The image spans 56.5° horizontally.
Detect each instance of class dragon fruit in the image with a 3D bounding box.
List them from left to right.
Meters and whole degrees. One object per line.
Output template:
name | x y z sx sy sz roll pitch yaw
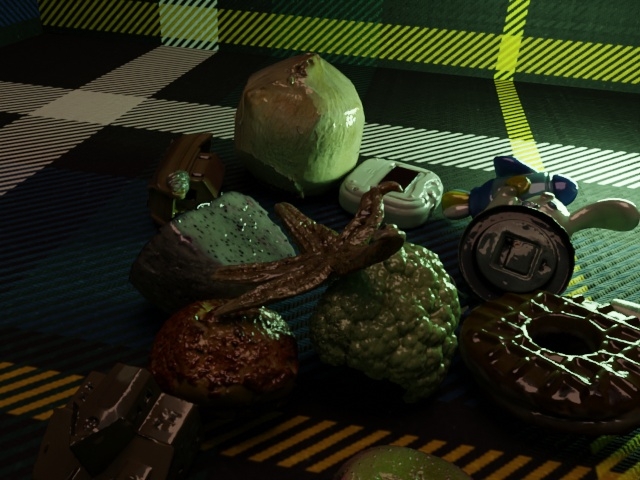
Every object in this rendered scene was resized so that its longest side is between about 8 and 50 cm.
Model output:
dragon fruit | -0.190 0.059 1.089 0.221 0.204 0.283 39 26 2

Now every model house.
model house | -0.277 0.293 0.726 0.180 0.176 0.248 13 48 14

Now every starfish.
starfish | 0.006 0.009 0.894 0.327 0.094 0.375 -3 30 44

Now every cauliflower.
cauliflower | 0.100 0.127 0.992 0.250 0.275 0.272 -17 39 42

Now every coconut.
coconut | -0.059 -0.312 1.557 0.346 0.361 0.346 5 30 -3

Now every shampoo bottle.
shampoo bottle | 0.655 0.166 1.123 0.212 0.049 0.072 20 30 28

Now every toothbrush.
toothbrush | 0.276 0.084 1.260 0.013 0.011 0.131 -18 35 -11

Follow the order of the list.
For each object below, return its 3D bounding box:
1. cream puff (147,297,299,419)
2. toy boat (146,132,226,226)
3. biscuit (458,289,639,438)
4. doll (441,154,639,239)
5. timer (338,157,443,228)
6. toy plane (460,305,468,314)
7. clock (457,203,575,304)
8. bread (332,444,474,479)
cream puff | -0.139 0.169 0.891 0.239 0.164 0.240 14 10 -3
toy boat | -0.327 -0.172 1.518 0.162 0.136 0.445 6 29 -6
biscuit | 0.391 0.189 0.976 0.331 0.103 0.332 -1 25 1
doll | 0.457 -0.072 1.371 0.375 0.187 0.366 -3 30 -11
timer | 0.185 -0.130 1.540 0.236 0.087 0.262 16 33 20
toy plane | 0.247 0.138 1.142 0.080 0.033 0.083 -8 31 2
clock | 0.388 0.037 1.195 0.225 0.049 0.226 -2 69 6
bread | 0.114 0.351 0.765 0.228 0.034 0.228 2 31 -1
